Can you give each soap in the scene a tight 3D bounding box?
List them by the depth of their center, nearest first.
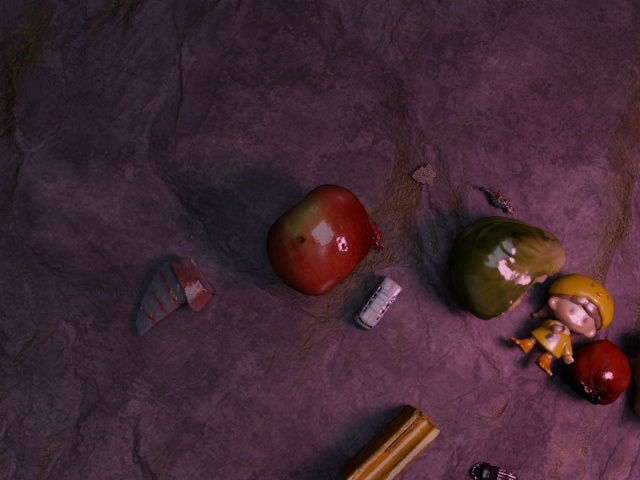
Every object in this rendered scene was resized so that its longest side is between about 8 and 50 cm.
[{"bbox_3d":[0.211,0.652,1.704,0.324,0.204,0.096,-41,83,-10],"label":"soap"}]

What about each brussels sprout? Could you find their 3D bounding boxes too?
[{"bbox_3d":[0.591,0.071,1.792,0.371,0.276,0.314,-28,87,-9],"label":"brussels sprout"}]

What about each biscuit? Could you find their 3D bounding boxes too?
[{"bbox_3d":[0.366,-0.229,1.955,0.092,0.016,0.082,-9,86,-5],"label":"biscuit"}]

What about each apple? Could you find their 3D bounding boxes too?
[{"bbox_3d":[0.000,0.000,1.730,0.348,0.348,0.277,-39,92,-9],"label":"apple"}]

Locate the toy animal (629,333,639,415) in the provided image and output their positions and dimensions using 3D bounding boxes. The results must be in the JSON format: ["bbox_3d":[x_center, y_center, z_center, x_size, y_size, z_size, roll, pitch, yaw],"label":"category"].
[{"bbox_3d":[1.134,0.458,1.789,0.237,0.269,0.326,-12,121,1],"label":"toy animal"}]

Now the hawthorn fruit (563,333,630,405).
[{"bbox_3d":[0.919,0.420,1.823,0.189,0.189,0.251,37,61,2],"label":"hawthorn fruit"}]

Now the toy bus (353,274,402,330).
[{"bbox_3d":[0.191,0.210,1.832,0.087,0.089,0.194,38,81,3],"label":"toy bus"}]

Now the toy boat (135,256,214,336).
[{"bbox_3d":[-0.504,0.191,1.796,0.282,0.096,0.206,-38,79,3],"label":"toy boat"}]

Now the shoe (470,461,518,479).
[{"bbox_3d":[0.572,0.767,1.790,0.159,0.053,0.062,17,83,-4],"label":"shoe"}]

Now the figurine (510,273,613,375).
[{"bbox_3d":[0.806,0.265,1.827,0.344,0.187,0.215,-43,91,-5],"label":"figurine"}]

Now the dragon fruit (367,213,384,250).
[{"bbox_3d":[0.177,-0.029,1.897,0.131,0.063,0.097,38,115,6],"label":"dragon fruit"}]

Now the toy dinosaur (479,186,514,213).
[{"bbox_3d":[0.625,-0.144,1.945,0.154,0.049,0.055,35,83,-3],"label":"toy dinosaur"}]
